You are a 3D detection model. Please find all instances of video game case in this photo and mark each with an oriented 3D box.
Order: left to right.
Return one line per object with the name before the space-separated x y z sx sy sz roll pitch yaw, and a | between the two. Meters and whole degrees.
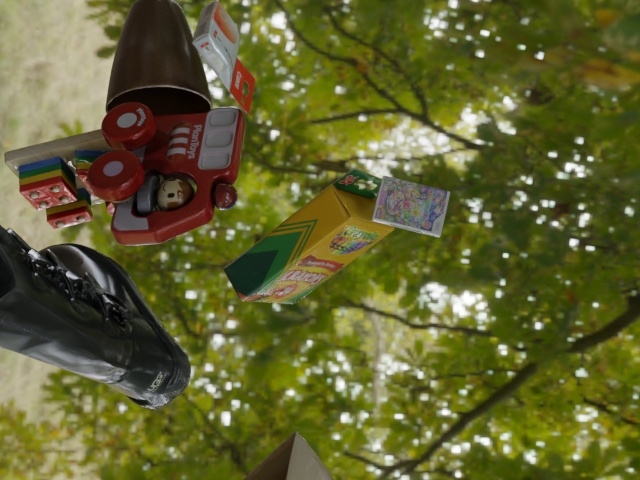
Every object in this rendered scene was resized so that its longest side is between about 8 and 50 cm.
video game case | 0.158 -0.060 1.756 0.011 0.122 0.087 98 7 -69

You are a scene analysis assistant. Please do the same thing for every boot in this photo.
boot | -0.406 0.056 1.387 0.367 0.445 0.146 34 -92 30

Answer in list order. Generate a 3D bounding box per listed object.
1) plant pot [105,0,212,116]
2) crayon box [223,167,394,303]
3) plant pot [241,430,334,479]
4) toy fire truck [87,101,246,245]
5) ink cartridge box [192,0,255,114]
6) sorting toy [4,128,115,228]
plant pot | -0.335 -0.372 2.073 0.215 0.215 0.230 -35 -124 57
crayon box | 0.000 0.000 1.878 0.318 0.202 0.081 -38 -111 20
plant pot | -0.029 0.278 1.005 0.109 0.096 0.109 -46 -169 19
toy fire truck | -0.272 -0.125 1.864 0.169 0.253 0.302 74 15 -50
ink cartridge box | -0.165 -0.344 1.892 0.045 0.179 0.145 -28 -148 22
sorting toy | -0.484 -0.117 2.100 0.257 0.255 0.089 71 6 -66
